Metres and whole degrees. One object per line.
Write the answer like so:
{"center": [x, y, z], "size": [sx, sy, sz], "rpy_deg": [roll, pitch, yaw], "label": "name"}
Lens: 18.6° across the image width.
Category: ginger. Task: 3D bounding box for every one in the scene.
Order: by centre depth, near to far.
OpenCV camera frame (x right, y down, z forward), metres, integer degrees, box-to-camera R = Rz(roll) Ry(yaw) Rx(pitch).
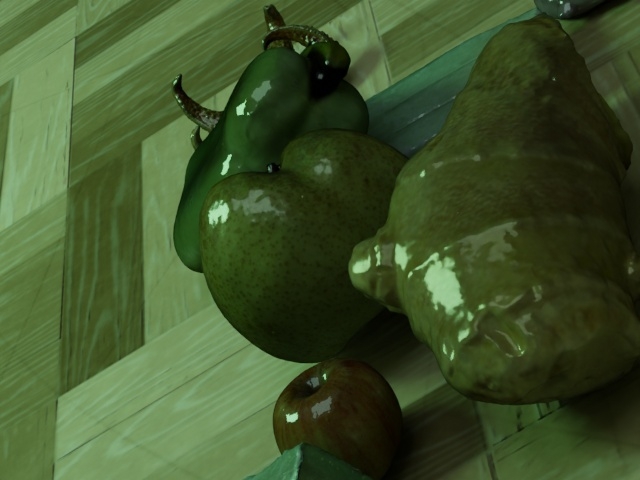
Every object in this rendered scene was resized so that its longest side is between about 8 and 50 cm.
{"center": [0.126, -0.025, 1.224], "size": [0.189, 0.126, 0.354], "rpy_deg": [-4, 36, 19], "label": "ginger"}

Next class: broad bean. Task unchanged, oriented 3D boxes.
{"center": [-0.045, -0.065, 1.460], "size": [0.228, 0.100, 0.169], "rpy_deg": [-48, 12, 32], "label": "broad bean"}

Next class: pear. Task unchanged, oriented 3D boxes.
{"center": [0.000, 0.000, 1.311], "size": [0.167, 0.136, 0.167], "rpy_deg": [-37, -5, -4], "label": "pear"}

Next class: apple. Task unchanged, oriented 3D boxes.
{"center": [0.012, 0.116, 1.213], "size": [0.084, 0.071, 0.084], "rpy_deg": [-26, 24, 12], "label": "apple"}

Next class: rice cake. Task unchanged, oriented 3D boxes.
{"center": [0.089, -0.092, 1.460], "size": [0.211, 0.038, 0.124], "rpy_deg": [-31, 29, 15], "label": "rice cake"}

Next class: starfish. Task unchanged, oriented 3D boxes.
{"center": [-0.050, -0.126, 1.633], "size": [0.146, 0.074, 0.190], "rpy_deg": [-28, 30, 15], "label": "starfish"}

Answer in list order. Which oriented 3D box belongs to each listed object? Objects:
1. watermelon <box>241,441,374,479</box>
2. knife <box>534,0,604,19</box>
{"center": [-0.043, 0.239, 1.095], "size": [0.154, 0.094, 0.241], "rpy_deg": [-31, 31, 28], "label": "watermelon"}
{"center": [0.229, -0.302, 1.608], "size": [0.132, 0.038, 0.399], "rpy_deg": [-27, 31, 34], "label": "knife"}
